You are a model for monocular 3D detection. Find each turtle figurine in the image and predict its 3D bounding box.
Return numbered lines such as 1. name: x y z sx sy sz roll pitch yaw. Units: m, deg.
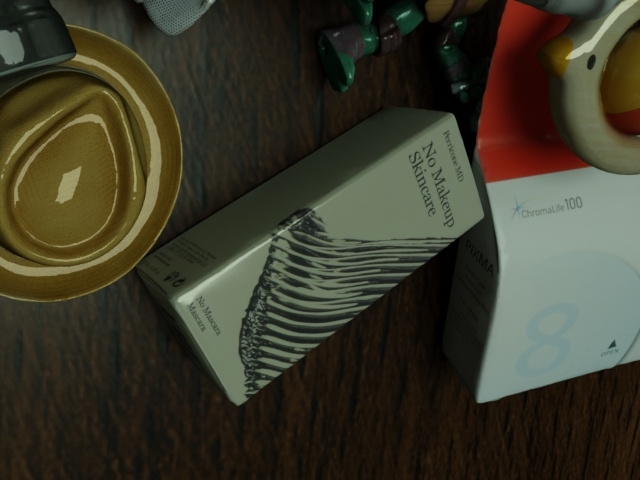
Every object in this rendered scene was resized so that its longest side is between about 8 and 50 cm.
1. turtle figurine: 0.115 -0.203 0.544 0.234 0.118 0.175 -20 137 -20

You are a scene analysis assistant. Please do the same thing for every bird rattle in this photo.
1. bird rattle: 0.278 -0.142 0.511 0.207 0.143 0.253 -35 128 7

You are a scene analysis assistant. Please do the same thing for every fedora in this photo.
1. fedora: -0.168 -0.046 0.426 0.194 0.079 0.194 -9 106 -31

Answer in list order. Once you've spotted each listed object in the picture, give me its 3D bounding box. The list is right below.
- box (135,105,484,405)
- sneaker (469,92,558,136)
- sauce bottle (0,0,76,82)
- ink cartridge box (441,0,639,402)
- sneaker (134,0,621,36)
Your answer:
1. box: 0.000 0.000 0.536 0.275 0.094 0.113 -36 119 -20
2. sneaker: 0.253 -0.090 0.689 0.283 0.110 0.122 34 105 -35
3. sauce bottle: -0.221 -0.245 0.306 0.111 0.111 0.344 -25 109 -25
4. ink cartridge box: 0.292 -0.035 0.616 0.308 0.091 0.385 -10 127 -15
5. sneaker: -0.009 -0.198 0.390 0.366 0.137 0.210 37 90 6
